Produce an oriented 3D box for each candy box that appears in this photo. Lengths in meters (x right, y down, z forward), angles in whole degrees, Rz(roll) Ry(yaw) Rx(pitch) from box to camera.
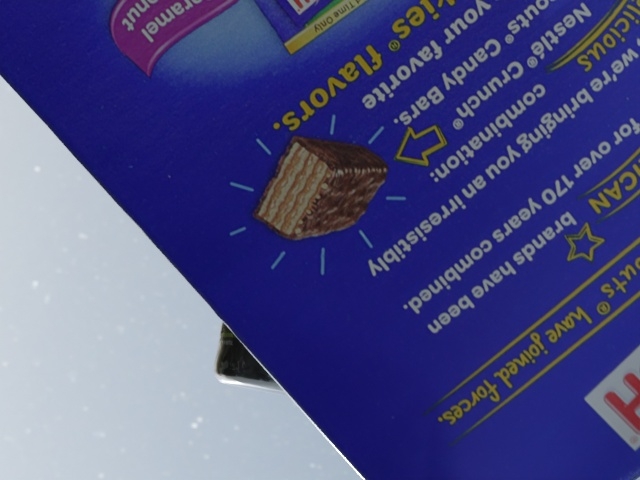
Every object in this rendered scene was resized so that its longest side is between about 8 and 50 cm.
[{"bbox_3d":[0.052,-0.072,0.453,0.268,0.317,0.122,-40,-168,2],"label":"candy box"}]

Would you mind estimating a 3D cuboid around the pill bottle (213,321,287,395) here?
[{"bbox_3d":[0.000,0.000,0.942,0.130,0.130,0.246,-6,-108,61],"label":"pill bottle"}]
